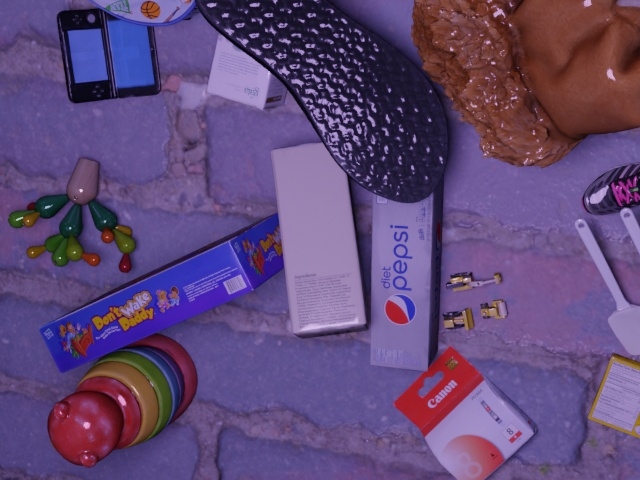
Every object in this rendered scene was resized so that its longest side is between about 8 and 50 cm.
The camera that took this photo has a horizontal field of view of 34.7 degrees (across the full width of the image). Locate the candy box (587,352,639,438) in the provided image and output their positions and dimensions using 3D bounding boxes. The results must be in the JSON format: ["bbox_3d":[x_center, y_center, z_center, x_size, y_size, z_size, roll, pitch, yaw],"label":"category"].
[{"bbox_3d":[0.503,0.247,1.480,0.206,0.027,0.105,20,105,12],"label":"candy box"}]

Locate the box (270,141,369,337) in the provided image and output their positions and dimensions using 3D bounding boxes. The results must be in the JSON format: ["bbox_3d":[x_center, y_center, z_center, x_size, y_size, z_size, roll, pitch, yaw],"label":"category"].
[{"bbox_3d":[0.000,0.000,1.496,0.113,0.094,0.275,-7,79,5],"label":"box"}]

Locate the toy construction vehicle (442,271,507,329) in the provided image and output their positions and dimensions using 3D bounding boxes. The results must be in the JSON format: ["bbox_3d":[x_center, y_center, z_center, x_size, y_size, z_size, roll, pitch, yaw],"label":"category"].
[{"bbox_3d":[0.225,0.092,1.530,0.098,0.035,0.085,-7,100,19],"label":"toy construction vehicle"}]

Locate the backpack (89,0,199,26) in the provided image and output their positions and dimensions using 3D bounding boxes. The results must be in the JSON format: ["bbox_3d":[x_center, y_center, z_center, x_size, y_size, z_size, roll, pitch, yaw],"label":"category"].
[{"bbox_3d":[-0.240,-0.444,1.478,0.277,0.213,0.263,24,119,8],"label":"backpack"}]

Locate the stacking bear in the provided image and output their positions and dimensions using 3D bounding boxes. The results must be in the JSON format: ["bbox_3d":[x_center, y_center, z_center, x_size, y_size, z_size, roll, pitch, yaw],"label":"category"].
[{"bbox_3d":[-0.323,0.259,1.608,0.164,0.289,0.175,-22,94,21],"label":"stacking bear"}]

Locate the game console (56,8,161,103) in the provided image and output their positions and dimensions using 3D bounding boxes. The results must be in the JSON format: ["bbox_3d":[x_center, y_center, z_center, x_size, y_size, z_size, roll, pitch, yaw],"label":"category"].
[{"bbox_3d":[-0.330,-0.291,1.599,0.085,0.124,0.144,4,105,44],"label":"game console"}]

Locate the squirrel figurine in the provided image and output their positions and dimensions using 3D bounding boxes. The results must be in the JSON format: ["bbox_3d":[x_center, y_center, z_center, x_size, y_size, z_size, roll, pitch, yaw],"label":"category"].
[{"bbox_3d":[0.266,-0.306,1.279,0.397,0.281,0.370,-33,106,34],"label":"squirrel figurine"}]

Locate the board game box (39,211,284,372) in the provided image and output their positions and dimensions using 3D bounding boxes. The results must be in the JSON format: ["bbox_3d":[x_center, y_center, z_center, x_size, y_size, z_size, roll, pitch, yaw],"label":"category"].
[{"bbox_3d":[-0.220,0.075,1.564,0.347,0.233,0.078,-24,94,21],"label":"board game box"}]

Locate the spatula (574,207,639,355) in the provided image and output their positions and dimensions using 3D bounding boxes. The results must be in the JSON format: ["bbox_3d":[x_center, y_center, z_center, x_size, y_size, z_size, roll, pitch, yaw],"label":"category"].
[{"bbox_3d":[0.459,0.047,1.419,0.168,0.019,0.242,-22,114,27],"label":"spatula"}]

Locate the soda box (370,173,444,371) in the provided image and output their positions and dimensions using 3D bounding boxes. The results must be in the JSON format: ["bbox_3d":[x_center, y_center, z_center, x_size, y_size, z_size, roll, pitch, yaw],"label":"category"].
[{"bbox_3d":[0.128,0.042,1.517,0.091,0.098,0.286,4,104,15],"label":"soda box"}]

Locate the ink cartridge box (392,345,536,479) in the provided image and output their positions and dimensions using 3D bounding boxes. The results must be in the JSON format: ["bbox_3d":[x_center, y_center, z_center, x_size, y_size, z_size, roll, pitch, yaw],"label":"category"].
[{"bbox_3d":[0.217,0.273,1.570,0.179,0.045,0.145,42,110,2],"label":"ink cartridge box"}]

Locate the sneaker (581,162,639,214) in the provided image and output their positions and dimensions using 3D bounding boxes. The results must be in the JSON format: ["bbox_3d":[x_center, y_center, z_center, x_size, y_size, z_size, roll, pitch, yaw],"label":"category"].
[{"bbox_3d":[0.438,-0.076,1.402,0.170,0.075,0.063,-18,96,21],"label":"sneaker"}]

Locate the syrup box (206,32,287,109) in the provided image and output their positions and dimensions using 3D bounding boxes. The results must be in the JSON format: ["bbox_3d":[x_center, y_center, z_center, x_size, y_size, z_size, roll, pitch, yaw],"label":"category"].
[{"bbox_3d":[-0.085,-0.318,1.505,0.093,0.096,0.236,18,107,13],"label":"syrup box"}]

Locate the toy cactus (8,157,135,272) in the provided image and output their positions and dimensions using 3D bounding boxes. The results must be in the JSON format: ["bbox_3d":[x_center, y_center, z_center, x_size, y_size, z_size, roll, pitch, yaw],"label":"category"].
[{"bbox_3d":[-0.393,-0.042,1.679,0.219,0.112,0.180,14,87,17],"label":"toy cactus"}]

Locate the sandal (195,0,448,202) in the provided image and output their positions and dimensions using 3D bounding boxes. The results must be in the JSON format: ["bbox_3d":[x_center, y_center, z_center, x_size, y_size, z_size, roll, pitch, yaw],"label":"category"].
[{"bbox_3d":[0.013,-0.240,1.428,0.167,0.107,0.445,-43,91,2],"label":"sandal"}]
